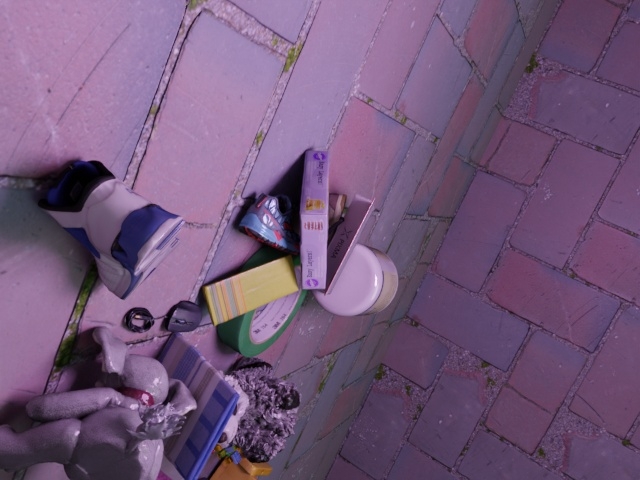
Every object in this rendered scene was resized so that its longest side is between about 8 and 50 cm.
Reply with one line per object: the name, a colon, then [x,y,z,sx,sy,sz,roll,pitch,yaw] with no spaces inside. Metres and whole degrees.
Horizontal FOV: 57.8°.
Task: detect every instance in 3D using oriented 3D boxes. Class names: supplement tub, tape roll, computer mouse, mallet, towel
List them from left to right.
computer mouse: [-0.318,0.167,1.217,0.071,0.041,0.242,-63,158,7]
towel: [-0.284,0.337,1.202,0.034,0.285,0.209,28,89,-43]
towel: [-0.162,0.114,1.375,0.237,0.021,0.102,-21,112,-30]
tape roll: [-0.142,0.156,1.555,0.321,0.077,0.321,-47,154,-31]
mallet: [0.000,0.000,1.624,0.190,0.039,0.062,-42,-168,41]
supplement tub: [0.123,0.130,1.909,0.235,0.236,0.325,-63,159,4]

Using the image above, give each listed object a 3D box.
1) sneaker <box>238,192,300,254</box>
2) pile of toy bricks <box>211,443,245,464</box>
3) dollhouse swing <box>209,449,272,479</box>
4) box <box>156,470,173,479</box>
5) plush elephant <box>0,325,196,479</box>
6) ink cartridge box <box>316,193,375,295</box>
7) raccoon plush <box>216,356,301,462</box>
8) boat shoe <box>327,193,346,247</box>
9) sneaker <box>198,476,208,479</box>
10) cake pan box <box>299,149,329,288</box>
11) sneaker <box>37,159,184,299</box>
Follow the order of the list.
sneaker: [-0.092,-0.043,1.390,0.125,0.104,0.262,-66,162,-2]
pile of toy bricks: [-0.284,0.653,1.841,0.105,0.118,0.212,-27,179,17]
dollhouse swing: [-0.254,0.917,1.896,0.346,0.305,0.315,-54,157,-12]
box: [-0.393,0.687,1.408,0.117,0.243,0.213,-60,158,-4]
plush elephant: [-0.371,0.312,1.045,0.330,0.271,0.255,-32,-158,10]
ink cartridge box: [0.061,0.011,1.629,0.296,0.066,0.261,-63,174,-1]
raccoon plush: [-0.255,0.386,1.446,0.216,0.299,0.446,-65,-156,-7]
boat shoe: [0.018,-0.059,1.663,0.223,0.074,0.080,110,1,-51]
sneaker: [-0.396,0.859,1.810,0.223,0.098,0.083,-58,159,-9]
cake pan box: [-0.013,-0.047,1.435,0.245,0.070,0.266,-84,176,-47]
sneaker: [-0.315,-0.027,0.879,0.127,0.182,0.315,-49,-175,-25]
